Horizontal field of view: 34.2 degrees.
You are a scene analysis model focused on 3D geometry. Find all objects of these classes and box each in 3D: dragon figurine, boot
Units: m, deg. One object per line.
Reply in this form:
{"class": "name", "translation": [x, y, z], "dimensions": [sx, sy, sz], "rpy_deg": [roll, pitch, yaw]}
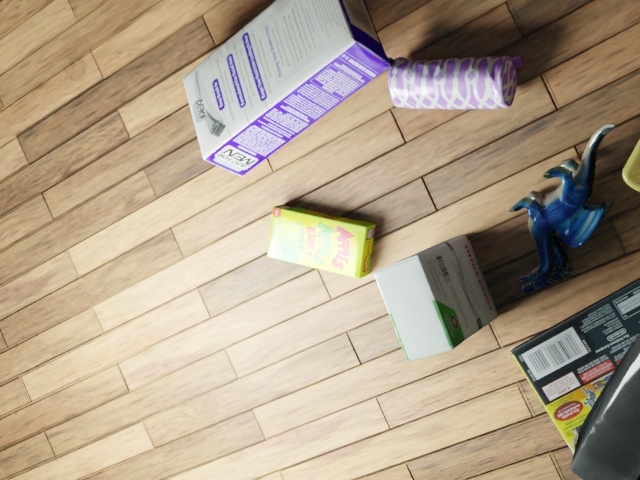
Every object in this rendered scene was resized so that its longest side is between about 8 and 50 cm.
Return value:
{"class": "dragon figurine", "translation": [0.390, -0.045, 1.588], "dimensions": [0.144, 0.085, 0.289], "rpy_deg": [46, 119, 10]}
{"class": "boot", "translation": [0.578, 0.237, 1.405], "dimensions": [0.367, 0.146, 0.445], "rpy_deg": [33, 128, 20]}

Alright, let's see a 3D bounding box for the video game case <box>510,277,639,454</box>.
{"class": "video game case", "translation": [0.475, 0.214, 1.620], "dimensions": [0.275, 0.035, 0.248], "rpy_deg": [-34, 83, 25]}

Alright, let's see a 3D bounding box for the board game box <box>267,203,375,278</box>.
{"class": "board game box", "translation": [0.000, 0.000, 1.809], "dimensions": [0.181, 0.043, 0.092], "rpy_deg": [13, 103, 24]}

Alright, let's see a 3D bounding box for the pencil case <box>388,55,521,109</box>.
{"class": "pencil case", "translation": [0.208, -0.252, 1.650], "dimensions": [0.206, 0.088, 0.086], "rpy_deg": [6, 138, 25]}

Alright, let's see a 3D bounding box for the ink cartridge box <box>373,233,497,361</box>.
{"class": "ink cartridge box", "translation": [0.187, 0.087, 1.643], "dimensions": [0.087, 0.208, 0.153], "rpy_deg": [-22, 87, 30]}

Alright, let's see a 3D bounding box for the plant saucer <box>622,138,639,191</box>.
{"class": "plant saucer", "translation": [0.649, -0.158, 1.450], "dimensions": [0.333, 0.081, 0.332], "rpy_deg": [30, 111, 18]}

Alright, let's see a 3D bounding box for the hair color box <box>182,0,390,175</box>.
{"class": "hair color box", "translation": [-0.064, -0.279, 1.726], "dimensions": [0.339, 0.110, 0.185], "rpy_deg": [-33, 56, 25]}
